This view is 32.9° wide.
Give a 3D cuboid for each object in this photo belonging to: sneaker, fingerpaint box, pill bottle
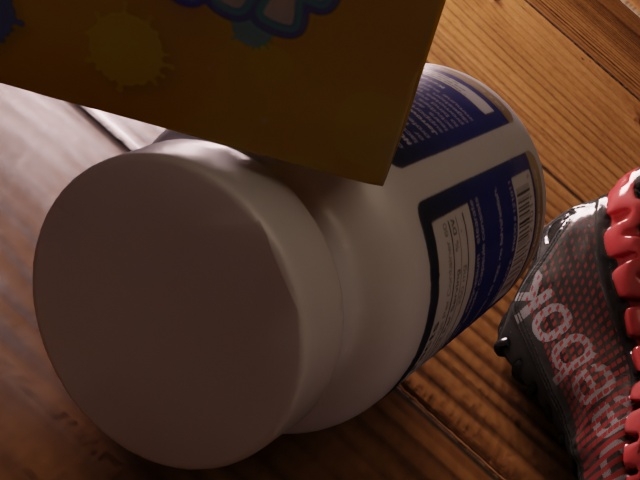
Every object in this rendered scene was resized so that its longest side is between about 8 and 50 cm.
[{"bbox_3d":[0.175,0.090,0.665,0.098,0.135,0.276,33,50,-40],"label":"sneaker"},{"bbox_3d":[-0.150,-0.225,0.500,0.445,0.163,0.371,15,31,-2],"label":"fingerpaint box"},{"bbox_3d":[0.000,0.000,0.514,0.153,0.153,0.265,47,29,11],"label":"pill bottle"}]
